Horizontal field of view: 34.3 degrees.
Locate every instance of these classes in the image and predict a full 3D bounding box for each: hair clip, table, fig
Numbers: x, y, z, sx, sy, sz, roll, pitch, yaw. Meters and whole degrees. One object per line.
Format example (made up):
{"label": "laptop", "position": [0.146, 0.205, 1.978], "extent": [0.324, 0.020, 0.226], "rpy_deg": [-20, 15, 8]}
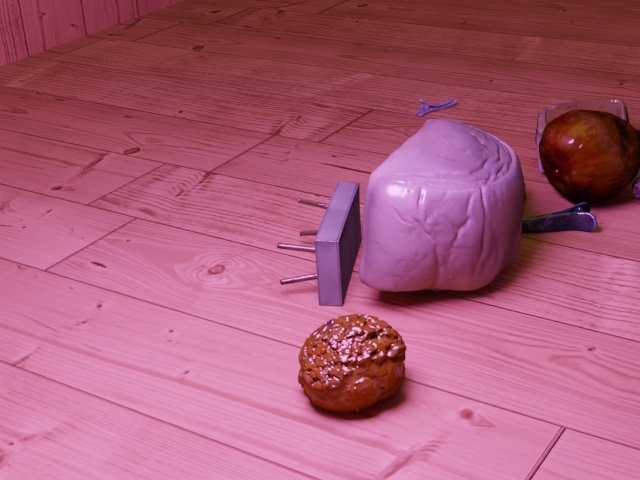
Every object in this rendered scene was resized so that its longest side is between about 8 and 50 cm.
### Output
{"label": "hair clip", "position": [0.281, -0.333, 2.515], "extent": [0.115, 0.039, 0.030], "rpy_deg": [-17, 34, -30]}
{"label": "table", "position": [0.000, 0.000, 1.781], "extent": [0.111, 0.121, 0.240], "rpy_deg": [1, 26, 10]}
{"label": "fig", "position": [0.561, -0.171, 1.954], "extent": [0.290, 0.190, 0.190], "rpy_deg": [-11, 25, 10]}
{"label": "hair clip", "position": [0.385, -0.037, 1.901], "extent": [0.230, 0.039, 0.070], "rpy_deg": [-3, 28, 3]}

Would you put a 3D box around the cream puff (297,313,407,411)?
{"label": "cream puff", "position": [0.044, 0.164, 1.448], "extent": [0.150, 0.115, 0.165], "rpy_deg": [9, 30, 32]}

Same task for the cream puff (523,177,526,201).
{"label": "cream puff", "position": [0.326, -0.114, 1.981], "extent": [0.146, 0.116, 0.146], "rpy_deg": [-2, 23, 1]}

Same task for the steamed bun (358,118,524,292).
{"label": "steamed bun", "position": [0.221, -0.053, 1.729], "extent": [0.236, 0.246, 0.383], "rpy_deg": [17, 25, 14]}

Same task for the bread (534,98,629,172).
{"label": "bread", "position": [0.544, -0.211, 2.155], "extent": [0.192, 0.109, 0.210], "rpy_deg": [-4, 25, 13]}

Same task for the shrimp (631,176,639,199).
{"label": "shrimp", "position": [0.669, -0.082, 1.895], "extent": [0.079, 0.090, 0.233], "rpy_deg": [20, -1, -34]}
